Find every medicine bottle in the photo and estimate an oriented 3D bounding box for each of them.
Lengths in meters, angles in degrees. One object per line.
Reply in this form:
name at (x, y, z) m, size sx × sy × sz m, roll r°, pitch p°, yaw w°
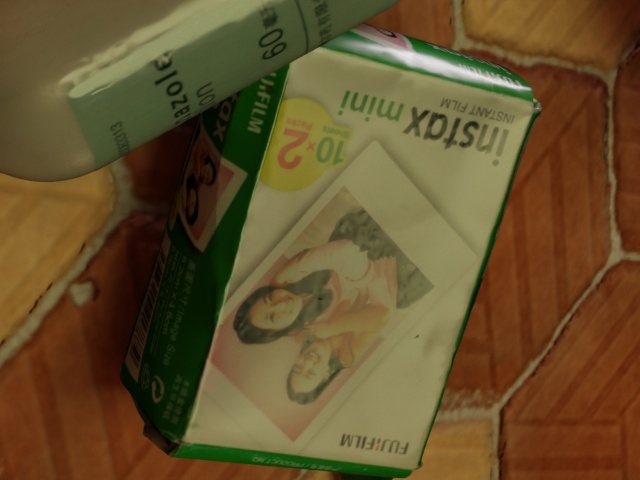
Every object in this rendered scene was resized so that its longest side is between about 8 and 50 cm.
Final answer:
medicine bottle at (-0.113, -0.091, 0.881) m, size 0.352 × 0.110 × 0.110 m, roll -30°, pitch 130°, yaw -10°

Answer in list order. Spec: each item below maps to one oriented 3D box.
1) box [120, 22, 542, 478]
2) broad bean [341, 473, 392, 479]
box at (0.000, 0.000, 1.033) m, size 0.180 × 0.103 × 0.250 m, roll 10°, pitch 104°, yaw -31°
broad bean at (0.029, 0.071, 1.165) m, size 0.069 × 0.039 × 0.227 m, roll -21°, pitch 122°, yaw -16°
